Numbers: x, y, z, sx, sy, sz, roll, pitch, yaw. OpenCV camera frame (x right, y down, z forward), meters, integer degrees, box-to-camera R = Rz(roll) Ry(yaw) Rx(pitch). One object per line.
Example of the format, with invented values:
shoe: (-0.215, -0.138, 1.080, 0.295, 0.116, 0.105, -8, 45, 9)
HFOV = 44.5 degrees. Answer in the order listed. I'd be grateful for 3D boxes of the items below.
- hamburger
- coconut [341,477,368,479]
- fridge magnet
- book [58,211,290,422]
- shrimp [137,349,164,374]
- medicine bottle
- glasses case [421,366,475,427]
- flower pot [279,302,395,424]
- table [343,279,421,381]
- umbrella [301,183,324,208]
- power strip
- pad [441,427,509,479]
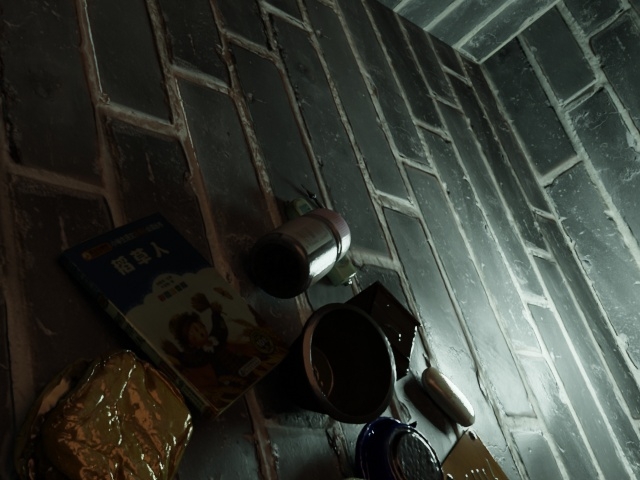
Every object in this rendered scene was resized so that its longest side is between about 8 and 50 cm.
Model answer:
hamburger: (-0.350, 0.322, 1.269, 0.259, 0.144, 0.283, 53, 27, -8)
coconut: (0.069, 0.566, 1.559, 0.161, 0.161, 0.162, 46, 24, -12)
fridge magnet: (0.185, 0.526, 1.784, 0.265, 0.113, 0.265, 30, 40, -29)
book: (-0.278, 0.134, 1.567, 0.428, 0.039, 0.300, 45, 31, 7)
shrimp: (-0.264, 0.227, 1.555, 0.219, 0.046, 0.152, 29, 40, -35)
medicine bottle: (-0.044, 0.026, 1.926, 0.165, 0.165, 0.273, 54, 30, 1)
glasses case: (0.352, 0.431, 2.150, 0.204, 0.051, 0.081, 45, 31, -12)
flower pot: (0.017, 0.284, 1.727, 0.269, 0.166, 0.269, 20, 58, -36)
table: (0.123, 0.244, 1.919, 0.169, 0.172, 0.193, 45, 32, -13)
umbrella: (-0.007, -0.107, 2.241, 0.149, 0.022, 0.022, 49, 8, -20)
power strip: (-0.002, 0.001, 2.115, 0.286, 0.048, 0.080, 55, 31, 5)
pad: (0.432, 0.668, 2.061, 0.286, 0.018, 0.284, 55, 32, 5)
